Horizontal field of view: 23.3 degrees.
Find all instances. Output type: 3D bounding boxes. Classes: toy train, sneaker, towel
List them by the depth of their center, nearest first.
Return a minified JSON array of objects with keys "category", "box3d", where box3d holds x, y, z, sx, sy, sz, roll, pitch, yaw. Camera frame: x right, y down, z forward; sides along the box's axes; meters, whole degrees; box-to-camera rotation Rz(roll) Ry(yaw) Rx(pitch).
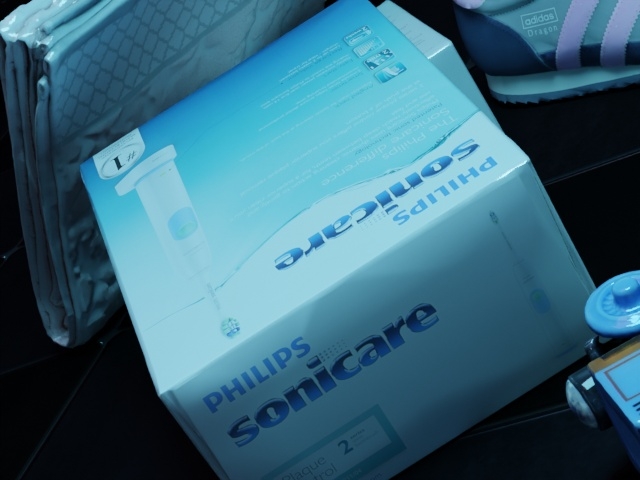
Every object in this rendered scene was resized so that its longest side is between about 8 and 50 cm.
[{"category":"toy train","box3d":[0.196,0.040,0.659,0.184,0.080,0.105,-28,29,0]},{"category":"sneaker","box3d":[0.213,-0.181,1.031,0.319,0.131,0.112,-11,29,42]},{"category":"towel","box3d":[-0.098,-0.118,1.154,0.053,0.317,0.332,30,55,21]}]

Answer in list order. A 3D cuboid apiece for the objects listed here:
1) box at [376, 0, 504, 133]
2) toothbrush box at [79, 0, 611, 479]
[{"category":"box","box3d":[0.039,-0.090,1.125,0.130,0.091,0.170,-33,22,0]},{"category":"toothbrush box","box3d":[0.000,0.000,0.890,0.216,0.126,0.295,-33,29,-1]}]
